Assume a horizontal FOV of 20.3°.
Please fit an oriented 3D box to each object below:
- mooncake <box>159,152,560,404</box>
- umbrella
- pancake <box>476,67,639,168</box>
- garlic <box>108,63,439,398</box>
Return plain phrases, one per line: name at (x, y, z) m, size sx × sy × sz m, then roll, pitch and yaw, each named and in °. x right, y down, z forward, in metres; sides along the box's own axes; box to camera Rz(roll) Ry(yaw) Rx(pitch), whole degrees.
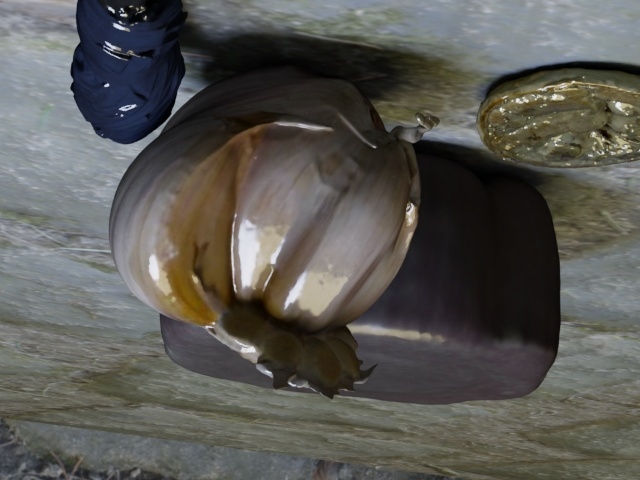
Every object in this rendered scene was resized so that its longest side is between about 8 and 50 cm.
mooncake at (0.031, 0.028, 1.326) m, size 0.306 × 0.154 × 0.306 m, roll 3°, pitch 168°, yaw 1°
umbrella at (-0.107, -0.119, 0.950) m, size 0.071 × 0.071 × 0.248 m, roll 4°, pitch 163°, yaw -2°
pancake at (0.174, -0.075, 1.115) m, size 0.158 × 0.028 × 0.158 m, roll 2°, pitch 165°, yaw 0°
garlic at (0.000, 0.000, 1.053) m, size 0.207 × 0.207 × 0.256 m, roll 14°, pitch 174°, yaw -36°
